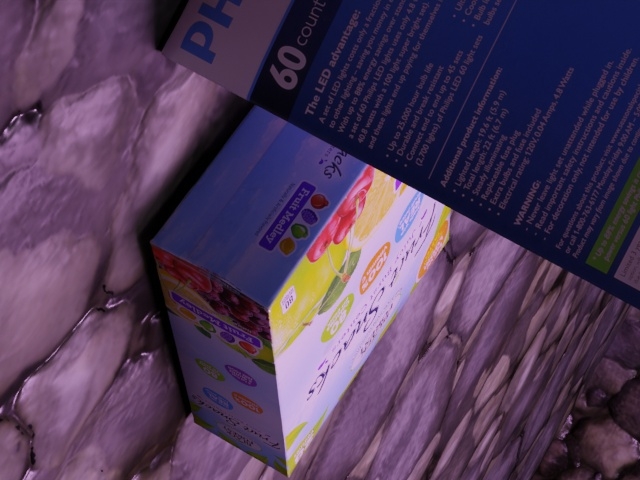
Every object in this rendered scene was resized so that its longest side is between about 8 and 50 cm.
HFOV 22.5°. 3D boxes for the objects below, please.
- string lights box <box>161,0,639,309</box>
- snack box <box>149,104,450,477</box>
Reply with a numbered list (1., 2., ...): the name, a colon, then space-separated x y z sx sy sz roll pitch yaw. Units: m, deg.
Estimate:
1. string lights box: 0.084 -0.070 0.607 0.133 0.259 0.077 -63 163 10
2. snack box: 0.000 0.000 0.806 0.174 0.070 0.207 -55 164 -22
